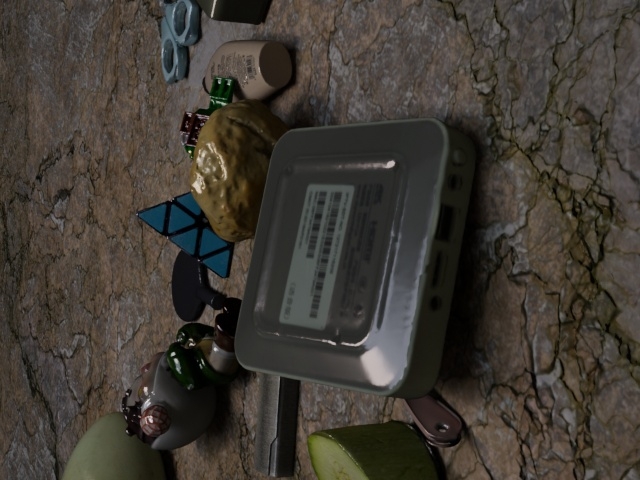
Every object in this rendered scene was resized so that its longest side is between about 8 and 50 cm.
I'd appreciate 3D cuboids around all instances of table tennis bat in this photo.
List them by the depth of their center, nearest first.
[{"bbox_3d":[-0.247,0.094,2.137,0.236,0.027,0.150,21,106,59],"label":"table tennis bat"}]

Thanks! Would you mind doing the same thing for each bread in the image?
[{"bbox_3d":[-0.112,-0.106,1.754,0.134,0.244,0.245,10,101,14],"label":"bread"}]

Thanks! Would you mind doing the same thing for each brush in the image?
[{"bbox_3d":[0.102,0.202,1.528,0.313,0.072,0.067,43,147,48],"label":"brush"}]

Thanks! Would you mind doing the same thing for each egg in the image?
[{"bbox_3d":[-0.421,0.498,2.229,0.218,0.218,0.296,-31,50,54],"label":"egg"}]

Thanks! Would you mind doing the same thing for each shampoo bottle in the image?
[{"bbox_3d":[-0.140,-0.292,1.922,0.257,0.078,0.127,0,104,58],"label":"shampoo bottle"}]

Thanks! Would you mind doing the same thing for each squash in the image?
[{"bbox_3d":[0.071,0.363,1.509,0.220,0.133,0.220,14,106,57],"label":"squash"}]

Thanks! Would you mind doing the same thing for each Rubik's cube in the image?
[{"bbox_3d":[-0.209,-0.013,2.065,0.190,0.211,0.178,-82,-29,-88],"label":"Rubik's cube"}]

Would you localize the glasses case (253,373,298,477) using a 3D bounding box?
[{"bbox_3d":[-0.075,0.288,1.821,0.070,0.047,0.205,11,97,58],"label":"glasses case"}]

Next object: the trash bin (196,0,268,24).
[{"bbox_3d":[-0.143,-0.522,1.903,0.164,0.122,0.241,57,137,44],"label":"trash bin"}]

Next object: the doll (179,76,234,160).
[{"bbox_3d":[-0.173,-0.171,1.898,0.186,0.106,0.134,73,-145,-48],"label":"doll"}]

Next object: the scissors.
[{"bbox_3d":[-0.330,-0.487,2.295,0.360,0.029,0.191,62,139,39],"label":"scissors"}]

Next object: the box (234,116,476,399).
[{"bbox_3d":[0.035,0.018,1.505,0.373,0.090,0.367,1,79,50],"label":"box"}]

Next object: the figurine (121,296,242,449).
[{"bbox_3d":[-0.241,0.254,2.000,0.370,0.167,0.281,-51,12,32],"label":"figurine"}]
